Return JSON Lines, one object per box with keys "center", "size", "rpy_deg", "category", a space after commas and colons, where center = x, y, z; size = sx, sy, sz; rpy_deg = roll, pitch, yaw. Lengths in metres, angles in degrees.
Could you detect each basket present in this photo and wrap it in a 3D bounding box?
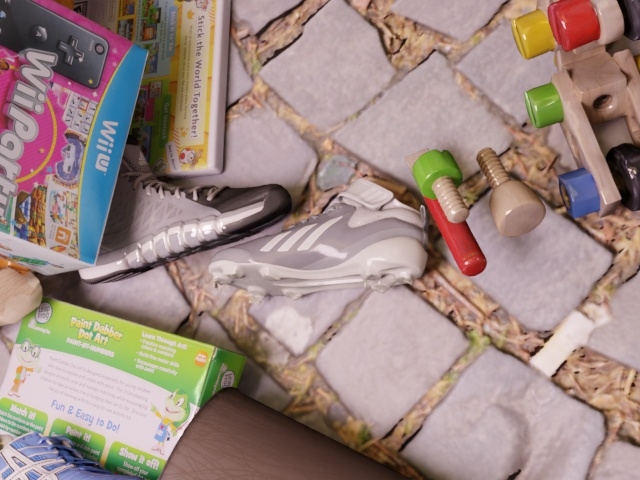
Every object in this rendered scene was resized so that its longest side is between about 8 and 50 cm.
{"center": [-0.007, 0.243, 0.803], "size": [0.227, 0.154, 0.204], "rpy_deg": [14, 55, 19], "category": "basket"}

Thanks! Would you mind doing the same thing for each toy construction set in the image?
{"center": [0.185, -0.151, 0.821], "size": [0.309, 0.257, 0.237], "rpy_deg": [-39, 48, 19], "category": "toy construction set"}

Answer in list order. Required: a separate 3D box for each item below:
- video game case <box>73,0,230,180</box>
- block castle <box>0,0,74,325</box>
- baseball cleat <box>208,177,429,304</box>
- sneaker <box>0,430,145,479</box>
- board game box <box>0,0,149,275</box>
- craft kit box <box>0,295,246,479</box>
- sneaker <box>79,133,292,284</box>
{"center": [-0.194, -0.169, 1.054], "size": [0.206, 0.026, 0.227], "rpy_deg": [-4, 74, 20], "category": "video game case"}
{"center": [-0.417, -0.138, 0.973], "size": [0.213, 0.303, 0.453], "rpy_deg": [-10, 70, 48], "category": "block castle"}
{"center": [0.000, 0.000, 0.919], "size": [0.205, 0.072, 0.109], "rpy_deg": [0, 62, 17], "category": "baseball cleat"}
{"center": [-0.231, 0.204, 0.852], "size": [0.211, 0.080, 0.081], "rpy_deg": [-6, 73, 30], "category": "sneaker"}
{"center": [-0.317, -0.123, 0.853], "size": [0.097, 0.303, 0.224], "rpy_deg": [-10, 63, 47], "category": "board game box"}
{"center": [-0.211, 0.192, 0.925], "size": [0.250, 0.061, 0.247], "rpy_deg": [12, 83, 34], "category": "craft kit box"}
{"center": [-0.147, -0.048, 0.956], "size": [0.228, 0.086, 0.132], "rpy_deg": [-19, 85, 16], "category": "sneaker"}
